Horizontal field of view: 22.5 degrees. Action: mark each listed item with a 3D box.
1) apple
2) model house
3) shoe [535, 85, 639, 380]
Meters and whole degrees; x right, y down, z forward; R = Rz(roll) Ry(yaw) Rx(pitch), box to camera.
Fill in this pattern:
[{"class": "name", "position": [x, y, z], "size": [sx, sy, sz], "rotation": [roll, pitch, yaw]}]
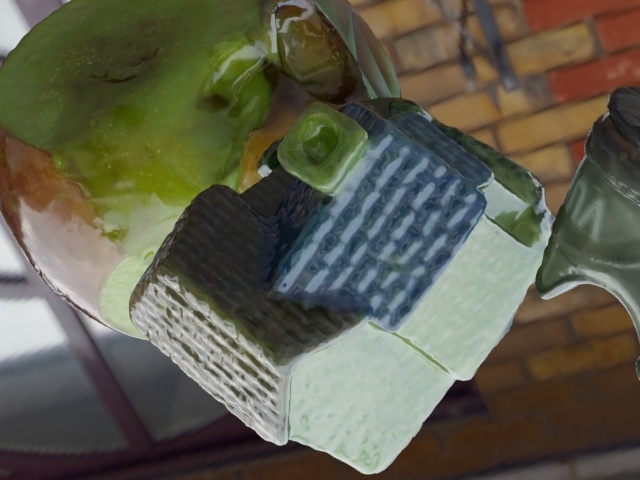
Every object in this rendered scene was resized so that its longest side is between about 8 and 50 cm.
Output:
[{"class": "apple", "position": [-0.106, -0.091, 1.504], "size": [0.374, 0.374, 0.384], "rotation": [-7, -175, 28]}, {"class": "model house", "position": [0.000, 0.000, 0.934], "size": [0.195, 0.189, 0.214], "rotation": [42, -83, 24]}, {"class": "shoe", "position": [0.249, 0.049, 0.874], "size": [0.293, 0.149, 0.109], "rotation": [36, -145, 11]}]
